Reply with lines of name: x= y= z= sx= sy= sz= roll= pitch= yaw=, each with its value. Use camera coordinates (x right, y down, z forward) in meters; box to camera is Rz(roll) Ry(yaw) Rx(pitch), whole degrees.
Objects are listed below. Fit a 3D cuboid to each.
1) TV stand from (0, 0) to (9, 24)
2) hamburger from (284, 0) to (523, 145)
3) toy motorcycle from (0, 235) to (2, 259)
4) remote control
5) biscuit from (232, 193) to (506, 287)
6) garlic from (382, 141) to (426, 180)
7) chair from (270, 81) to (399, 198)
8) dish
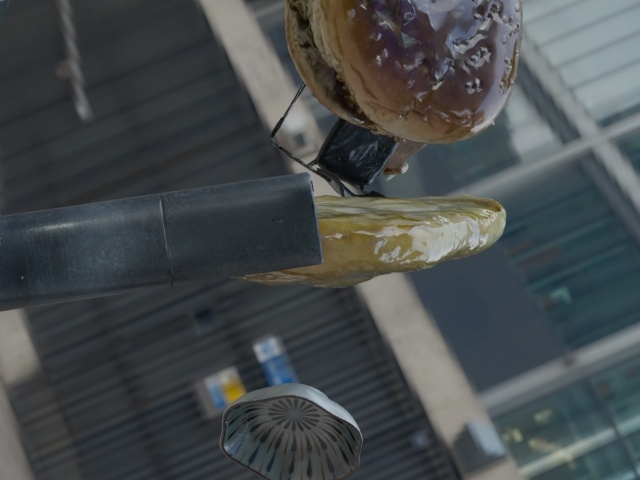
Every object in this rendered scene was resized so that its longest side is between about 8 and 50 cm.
TV stand: x=-0.442 y=-0.201 z=1.688 sx=0.088 sy=0.269 sz=0.083 roll=49 pitch=-40 yaw=12
hamburger: x=0.088 y=-0.232 z=1.724 sx=0.286 sy=0.243 sz=0.146 roll=61 pitch=-25 yaw=-8
toy motorcycle: x=-0.382 y=-0.016 z=1.455 sx=0.143 sy=0.188 sz=0.327 roll=42 pitch=-22 yaw=33
remote control: x=-0.190 y=0.002 z=1.898 sx=0.044 sy=0.377 sz=0.107 roll=109 pitch=-27 yaw=-82
biscuit: x=0.000 y=0.001 z=2.239 sx=0.446 sy=0.429 sz=0.104 roll=-18 pitch=109 yaw=-70
garlic: x=0.134 y=-0.174 z=2.696 sx=0.128 sy=0.198 sz=0.090 roll=33 pitch=49 yaw=-20
chair: x=0.054 y=-0.134 z=2.543 sx=0.140 sy=0.145 sz=0.221 roll=22 pitch=18 yaw=-39
dish: x=-0.033 y=0.231 z=2.180 sx=0.066 sy=0.190 sz=0.191 roll=-80 pitch=160 yaw=-43
